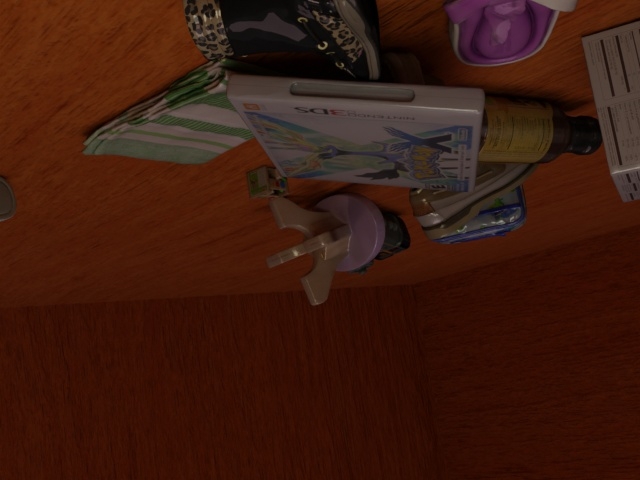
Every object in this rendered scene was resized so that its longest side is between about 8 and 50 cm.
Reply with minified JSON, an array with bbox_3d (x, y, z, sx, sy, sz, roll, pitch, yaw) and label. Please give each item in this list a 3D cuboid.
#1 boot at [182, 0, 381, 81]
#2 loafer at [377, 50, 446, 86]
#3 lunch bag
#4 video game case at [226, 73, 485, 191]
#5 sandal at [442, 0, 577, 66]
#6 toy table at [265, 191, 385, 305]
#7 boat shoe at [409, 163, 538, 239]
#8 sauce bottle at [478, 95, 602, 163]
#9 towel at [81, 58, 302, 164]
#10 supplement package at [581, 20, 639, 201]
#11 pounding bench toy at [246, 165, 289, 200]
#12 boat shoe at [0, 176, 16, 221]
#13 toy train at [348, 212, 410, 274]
[{"bbox_3d":[-0.029,-0.226,0.851,0.179,0.085,0.236,-6,171,10],"label":"boot"},{"bbox_3d":[0.137,-0.197,1.111,0.092,0.102,0.268,-19,167,6],"label":"loafer"},{"bbox_3d":[0.313,-0.086,1.649,0.219,0.176,0.090,-11,170,18],"label":"lunch bag"},{"bbox_3d":[0.061,-0.134,1.059,0.300,0.036,0.329,5,169,10],"label":"video game case"},{"bbox_3d":[0.198,-0.252,0.822,0.169,0.102,0.416,-12,169,16],"label":"sandal"},{"bbox_3d":[0.000,0.000,1.767,0.161,0.252,0.274,-22,168,-34],"label":"toy table"},{"bbox_3d":[0.295,-0.127,1.485,0.302,0.103,0.113,-37,-165,-20],"label":"boat shoe"},{"bbox_3d":[0.337,-0.181,1.327,0.344,0.111,0.111,-2,168,-36],"label":"sauce bottle"},{"bbox_3d":[-0.158,-0.172,1.150,0.325,0.038,0.248,-18,168,40],"label":"towel"},{"bbox_3d":[0.488,-0.186,1.163,0.145,0.204,0.262,-12,170,22],"label":"supplement package"},{"bbox_3d":[-0.087,-0.112,1.504,0.083,0.052,0.065,-17,167,39],"label":"pounding bench toy"},{"bbox_3d":[-0.597,-0.056,1.190,0.091,0.114,0.302,-19,166,21],"label":"boat shoe"},{"bbox_3d":[0.107,-0.009,2.063,0.190,0.142,0.334,-25,163,18],"label":"toy train"}]
